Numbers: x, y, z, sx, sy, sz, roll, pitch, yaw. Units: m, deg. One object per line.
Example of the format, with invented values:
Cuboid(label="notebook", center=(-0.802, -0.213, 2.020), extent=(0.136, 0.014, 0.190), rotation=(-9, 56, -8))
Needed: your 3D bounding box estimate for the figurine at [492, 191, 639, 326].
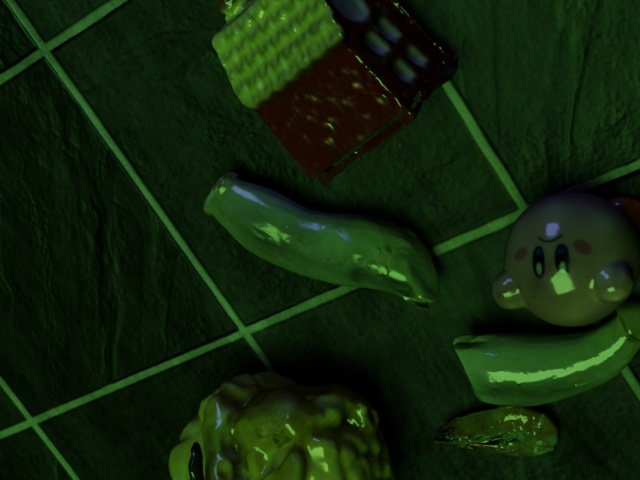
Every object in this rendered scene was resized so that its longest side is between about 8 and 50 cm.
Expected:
Cuboid(label="figurine", center=(0.303, 0.024, 1.618), extent=(0.173, 0.173, 0.173), rotation=(12, 123, 19))

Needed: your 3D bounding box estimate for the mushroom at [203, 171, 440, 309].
Cuboid(label="mushroom", center=(-0.001, 0.002, 1.794), extent=(0.351, 0.097, 0.109), rotation=(19, 125, 17))

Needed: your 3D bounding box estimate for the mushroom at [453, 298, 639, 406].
Cuboid(label="mushroom", center=(0.312, 0.152, 1.743), extent=(0.270, 0.103, 0.118), rotation=(-16, 118, 21))

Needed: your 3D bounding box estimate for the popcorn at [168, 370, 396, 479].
Cuboid(label="popcorn", center=(-0.072, 0.355, 1.890), extent=(0.349, 0.382, 0.349), rotation=(6, 104, 25))

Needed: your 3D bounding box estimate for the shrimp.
Cuboid(label="shrimp", center=(0.243, 0.275, 1.879), extent=(0.190, 0.042, 0.101), rotation=(-10, 122, 29))

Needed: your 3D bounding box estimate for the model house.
Cuboid(label="model house", center=(0.003, -0.225, 1.597), extent=(0.254, 0.160, 0.196), rotation=(44, 133, -12))
